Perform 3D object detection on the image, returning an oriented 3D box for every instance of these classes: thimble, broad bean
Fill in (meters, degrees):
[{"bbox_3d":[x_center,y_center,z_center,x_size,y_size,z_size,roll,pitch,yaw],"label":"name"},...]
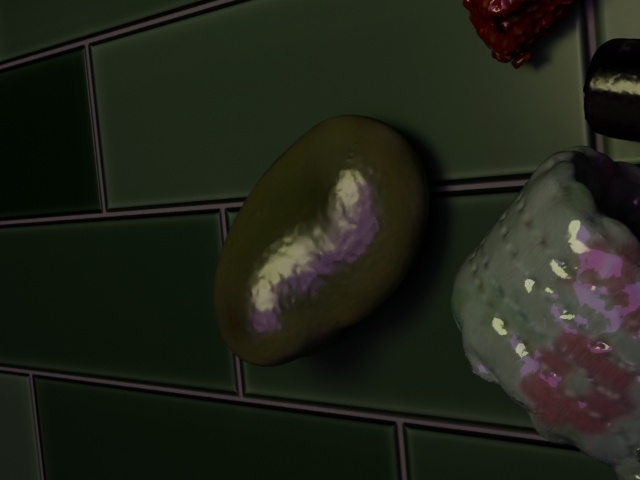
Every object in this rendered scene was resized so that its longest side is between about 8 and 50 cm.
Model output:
[{"bbox_3d":[0.205,0.049,0.613,0.149,0.185,0.211,-57,37,29],"label":"thimble"},{"bbox_3d":[0.000,0.000,0.850,0.263,0.121,0.189,-50,59,17],"label":"broad bean"}]

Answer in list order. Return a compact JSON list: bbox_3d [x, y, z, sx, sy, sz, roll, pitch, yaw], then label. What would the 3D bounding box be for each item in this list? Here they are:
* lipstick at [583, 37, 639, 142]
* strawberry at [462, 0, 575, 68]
[{"bbox_3d":[0.319,-0.085,0.572,0.299,0.081,0.081,16,107,39],"label":"lipstick"},{"bbox_3d":[0.144,-0.263,0.684,0.174,0.098,0.228,40,119,30],"label":"strawberry"}]
